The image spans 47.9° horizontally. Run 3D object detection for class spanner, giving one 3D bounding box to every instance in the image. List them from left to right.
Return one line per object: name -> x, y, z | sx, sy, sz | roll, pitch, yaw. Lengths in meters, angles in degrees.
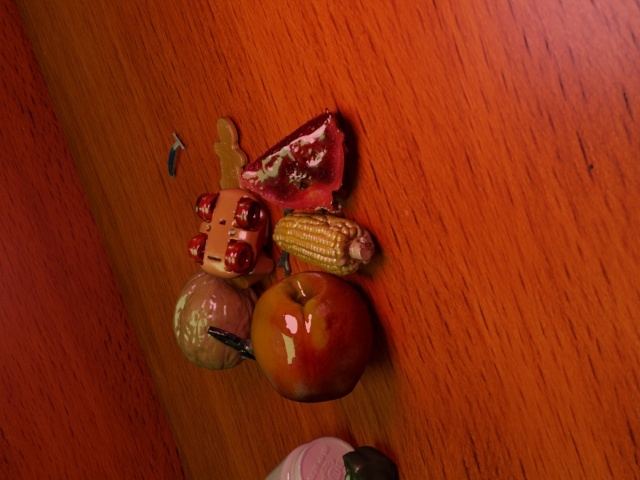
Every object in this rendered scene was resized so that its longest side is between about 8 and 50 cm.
spanner -> -0.170, 0.319, 2.024 | 0.324, 0.040, 0.095 | 28, 146, -11
spanner -> -0.092, -0.013, 1.906 | 0.054, 0.015, 0.255 | 41, 140, 39

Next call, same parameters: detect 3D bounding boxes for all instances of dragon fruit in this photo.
dragon fruit -> -0.020, -0.152, 1.593 | 0.262, 0.134, 0.212 | -26, 102, 24

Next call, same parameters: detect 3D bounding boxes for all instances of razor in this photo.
razor -> -0.477, -0.264, 2.345 | 0.068, 0.037, 0.191 | 56, 147, 19

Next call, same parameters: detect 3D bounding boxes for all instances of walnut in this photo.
walnut -> -0.310, 0.227, 2.160 | 0.251, 0.277, 0.313 | 8, 114, 15

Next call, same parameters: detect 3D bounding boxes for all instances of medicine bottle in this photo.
medicine bottle -> -0.030, 0.698, 2.046 | 0.214, 0.213, 0.379 | 58, 149, 18

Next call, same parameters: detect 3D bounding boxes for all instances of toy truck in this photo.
toy truck -> -0.220, -0.003, 1.979 | 0.189, 0.239, 0.265 | 11, 88, 30

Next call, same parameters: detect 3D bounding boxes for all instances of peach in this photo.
peach -> -0.021, 0.235, 1.679 | 0.308, 0.307, 0.333 | 39, 141, 40

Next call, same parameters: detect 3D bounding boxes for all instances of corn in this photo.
corn -> 0.000, 0.000, 1.660 | 0.347, 0.130, 0.130 | 15, 120, 54

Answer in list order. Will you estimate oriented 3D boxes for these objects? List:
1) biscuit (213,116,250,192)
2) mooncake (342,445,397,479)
biscuit -> -0.245, -0.228, 2.000 | 0.158, 0.035, 0.240 | 30, 132, 44
mooncake -> 0.108, 0.611, 1.822 | 0.104, 0.175, 0.168 | 21, 168, 47
